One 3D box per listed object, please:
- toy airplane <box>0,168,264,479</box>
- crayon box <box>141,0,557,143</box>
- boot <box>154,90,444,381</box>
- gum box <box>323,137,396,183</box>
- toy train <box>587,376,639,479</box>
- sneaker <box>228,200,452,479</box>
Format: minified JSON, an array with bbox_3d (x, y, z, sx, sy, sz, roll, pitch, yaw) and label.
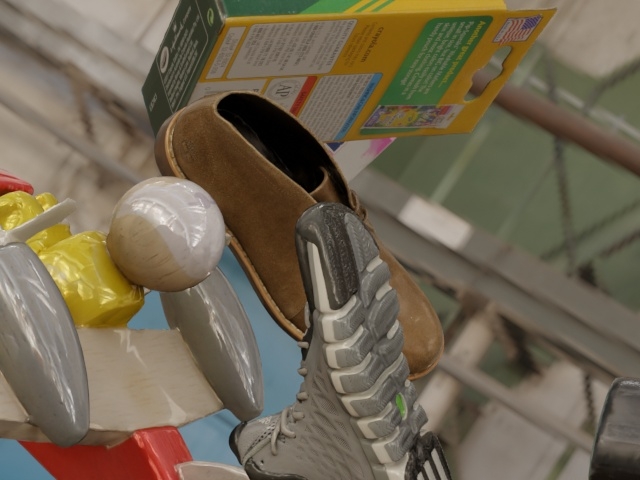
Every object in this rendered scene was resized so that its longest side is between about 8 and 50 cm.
[{"bbox_3d":[-0.153,0.083,1.305,0.384,0.272,0.386,34,10,-27],"label":"toy airplane"},{"bbox_3d":[0.022,-0.172,1.588,0.203,0.323,0.083,-57,-135,52],"label":"crayon box"},{"bbox_3d":[0.000,0.000,1.442,0.305,0.112,0.115,45,-30,-12],"label":"boot"},{"bbox_3d":[-0.010,-0.097,1.956,0.107,0.188,0.062,47,16,0],"label":"gum box"},{"bbox_3d":[0.353,0.204,1.342,0.334,0.142,0.190,7,-40,24],"label":"toy train"},{"bbox_3d":[-0.010,0.094,1.122,0.132,0.086,0.229,-11,-77,27],"label":"sneaker"}]
